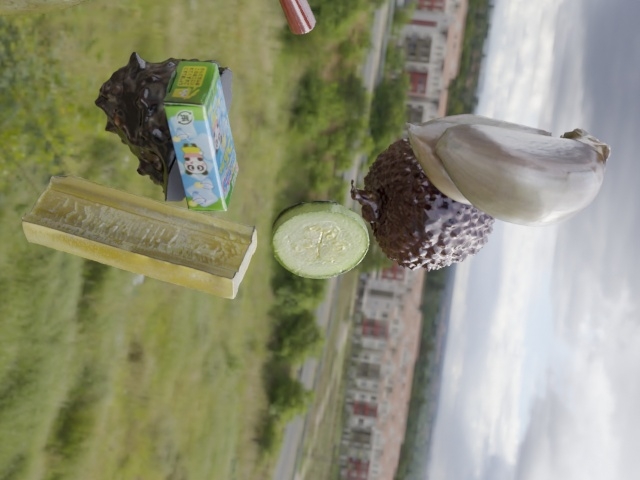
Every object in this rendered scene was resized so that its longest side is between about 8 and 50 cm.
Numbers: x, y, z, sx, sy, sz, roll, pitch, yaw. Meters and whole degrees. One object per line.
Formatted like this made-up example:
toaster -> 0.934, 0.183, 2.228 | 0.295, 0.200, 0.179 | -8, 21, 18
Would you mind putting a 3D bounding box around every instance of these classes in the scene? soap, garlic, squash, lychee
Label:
soap -> -0.202, -0.008, 1.075 | 0.092, 0.252, 0.037 | -68, 171, -46
garlic -> 0.293, -0.111, 1.445 | 0.279, 0.325, 0.132 | -134, -135, -65
squash -> 0.000, 0.003, 2.092 | 0.041, 0.219, 0.219 | -88, 179, -47
lychee -> 0.197, -0.073, 1.861 | 0.264, 0.300, 0.264 | -173, -90, -76

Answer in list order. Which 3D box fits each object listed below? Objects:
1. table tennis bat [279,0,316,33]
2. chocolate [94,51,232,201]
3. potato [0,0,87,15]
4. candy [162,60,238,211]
table tennis bat -> -0.071, -0.419, 1.359 | 0.310, 0.200, 0.038 | 62, 42, -51
chocolate -> -0.257, -0.199, 1.484 | 0.224, 0.177, 0.206 | -65, 175, 5
potato -> -0.285, -0.331, 0.927 | 0.218, 0.351, 0.202 | 65, -10, -10
candy -> -0.164, -0.142, 1.325 | 0.194, 0.062, 0.097 | 83, 11, -45
